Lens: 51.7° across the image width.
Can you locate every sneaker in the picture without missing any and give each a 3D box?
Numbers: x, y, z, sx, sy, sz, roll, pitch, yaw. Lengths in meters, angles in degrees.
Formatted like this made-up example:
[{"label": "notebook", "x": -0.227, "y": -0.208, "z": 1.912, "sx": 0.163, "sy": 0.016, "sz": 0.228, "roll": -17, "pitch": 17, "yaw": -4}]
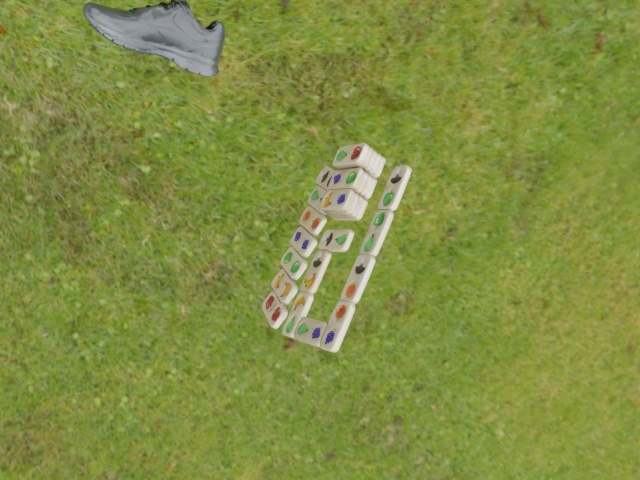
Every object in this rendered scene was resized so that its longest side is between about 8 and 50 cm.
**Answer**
[{"label": "sneaker", "x": -0.323, "y": -0.428, "z": 1.318, "sx": 0.286, "sy": 0.109, "sz": 0.130, "roll": 11, "pitch": 110, "yaw": -33}]

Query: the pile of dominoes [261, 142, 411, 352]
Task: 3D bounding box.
[{"label": "pile of dominoes", "x": 0.000, "y": 0.000, "z": 0.814, "sx": 0.040, "sy": 0.196, "sz": 0.251, "roll": 31, "pitch": 75, "yaw": -30}]
